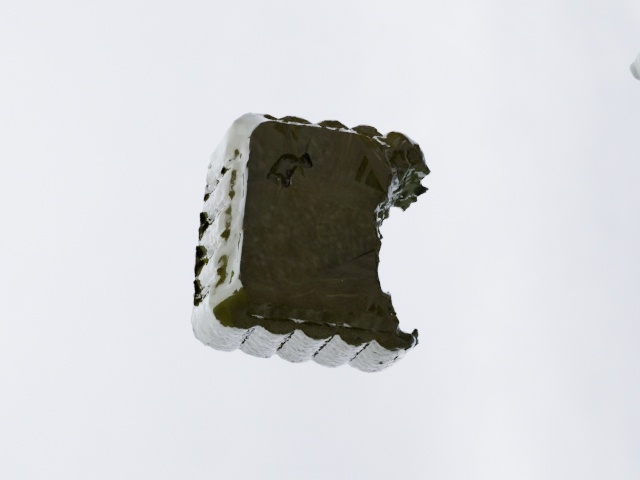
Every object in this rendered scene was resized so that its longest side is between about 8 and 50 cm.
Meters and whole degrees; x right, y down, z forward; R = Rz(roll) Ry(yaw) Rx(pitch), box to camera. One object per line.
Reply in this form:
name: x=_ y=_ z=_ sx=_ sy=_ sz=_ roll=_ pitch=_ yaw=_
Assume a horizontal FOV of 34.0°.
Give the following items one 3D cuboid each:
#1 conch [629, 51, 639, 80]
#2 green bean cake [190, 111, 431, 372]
conch: x=0.447 y=-0.186 z=1.029 sx=0.220 sy=0.277 sz=0.195 roll=-67 pitch=-36 yaw=-54
green bean cake: x=0.000 y=0.000 z=1.039 sx=0.233 sy=0.124 sz=0.236 roll=9 pitch=-110 yaw=-16
